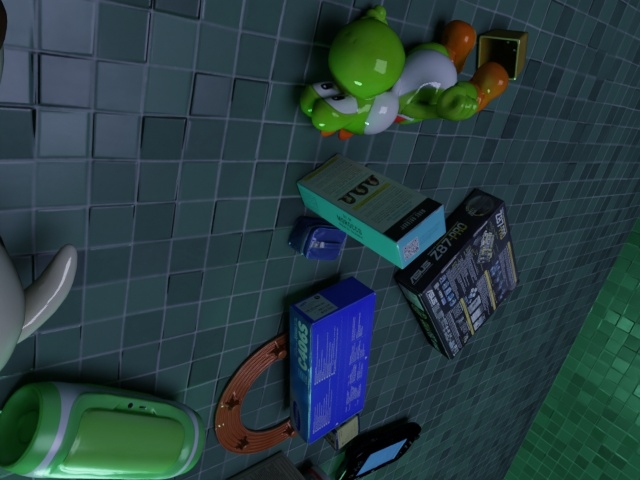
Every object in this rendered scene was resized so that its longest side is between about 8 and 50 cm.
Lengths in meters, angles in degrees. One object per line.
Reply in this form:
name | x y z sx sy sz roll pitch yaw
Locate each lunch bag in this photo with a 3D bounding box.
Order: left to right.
lunch bag | 0.000 0.000 0.925 0.099 0.065 0.067 4 114 -44

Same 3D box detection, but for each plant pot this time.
plant pot | 0.373 -0.382 1.015 0.083 0.081 0.081 -43 139 -31

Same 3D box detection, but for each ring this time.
ring | -0.076 0.335 1.106 0.337 0.032 0.336 -23 130 -31

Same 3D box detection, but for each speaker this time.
speaker | -0.321 0.297 0.778 0.131 0.131 0.297 -55 139 0

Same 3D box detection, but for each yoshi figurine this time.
yoshi figurine | 0.141 -0.271 0.799 0.362 0.204 0.202 -22 114 -29

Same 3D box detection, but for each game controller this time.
game controller | 0.178 0.643 1.527 0.319 0.067 0.166 0 116 -43

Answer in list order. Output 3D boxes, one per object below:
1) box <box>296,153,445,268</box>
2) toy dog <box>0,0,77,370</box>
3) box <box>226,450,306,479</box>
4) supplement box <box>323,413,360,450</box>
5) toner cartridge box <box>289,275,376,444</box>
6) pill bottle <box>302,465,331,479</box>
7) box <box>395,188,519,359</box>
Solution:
box | 0.076 -0.056 0.822 0.101 0.244 0.060 -37 136 -19
toy dog | -0.368 -0.043 0.392 0.396 0.285 0.407 -2 116 -43
box | -0.178 0.617 1.115 0.311 0.148 0.121 -13 125 -36
supplement box | 0.053 0.478 1.304 0.083 0.056 0.083 -28 133 -28
toner cartridge box | 0.020 0.257 1.064 0.165 0.075 0.347 -20 128 -32
pill bottle | -0.074 0.723 1.269 0.283 0.161 0.161 -34 135 -23
box | 0.378 0.105 1.332 0.318 0.097 0.395 -45 138 -9
